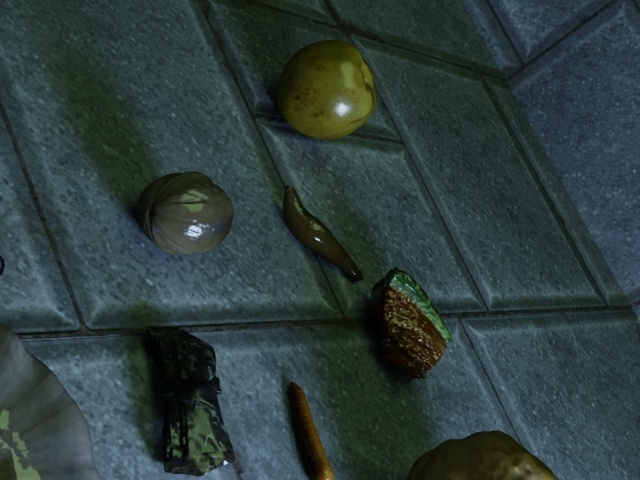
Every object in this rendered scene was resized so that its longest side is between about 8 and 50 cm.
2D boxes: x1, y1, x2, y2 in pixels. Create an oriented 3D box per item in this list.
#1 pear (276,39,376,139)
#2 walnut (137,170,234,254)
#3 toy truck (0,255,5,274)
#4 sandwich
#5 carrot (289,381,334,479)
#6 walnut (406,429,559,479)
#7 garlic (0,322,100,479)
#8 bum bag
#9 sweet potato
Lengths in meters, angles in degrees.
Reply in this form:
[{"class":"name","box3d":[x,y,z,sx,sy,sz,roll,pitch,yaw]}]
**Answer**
[{"class":"pear","box3d":[0.008,-0.305,2.324,0.209,0.209,0.209,35,35,-29]},{"class":"walnut","box3d":[-0.214,-0.043,1.799,0.162,0.140,0.140,-25,81,-52]},{"class":"toy truck","box3d":[-0.497,-0.026,1.370,0.175,0.146,0.367,17,46,-41]},{"class":"sandwich","box3d":[0.149,0.165,2.146,0.185,0.109,0.160,51,50,-10]},{"class":"carrot","box3d":[-0.019,0.306,1.816,0.037,0.037,0.190,17,44,-46]},{"class":"walnut","box3d":[0.273,0.486,1.802,0.306,0.306,0.344,24,48,-41]},{"class":"garlic","box3d":[-0.368,0.240,1.152,0.317,0.259,0.317,6,72,-18]},{"class":"bum bag","box3d":[-0.186,0.227,1.625,0.102,0.069,0.248,-4,57,-15]},{"class":"sweet potato","box3d":[0.001,0.002,2.140,0.249,0.059,0.069,46,18,-22]}]
